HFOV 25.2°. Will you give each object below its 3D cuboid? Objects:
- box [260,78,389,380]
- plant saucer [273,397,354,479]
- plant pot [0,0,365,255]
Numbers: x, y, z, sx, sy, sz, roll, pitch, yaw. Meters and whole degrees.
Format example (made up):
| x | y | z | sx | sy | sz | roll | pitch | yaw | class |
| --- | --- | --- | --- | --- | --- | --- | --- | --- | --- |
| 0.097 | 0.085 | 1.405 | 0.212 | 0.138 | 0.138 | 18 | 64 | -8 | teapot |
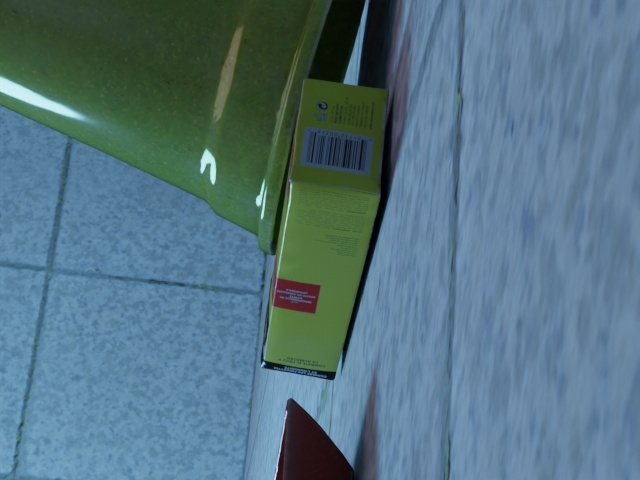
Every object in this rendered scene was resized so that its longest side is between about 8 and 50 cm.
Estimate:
| x | y | z | sx | sy | sz | roll | pitch | yaw | class |
| --- | --- | --- | --- | --- | --- | --- | --- | --- | --- |
| 0.000 | 0.000 | 0.953 | 0.232 | 0.058 | 0.087 | 103 | 175 | -57 | box |
| -0.017 | 0.270 | 0.826 | 0.258 | 0.048 | 0.259 | -87 | 6 | -51 | plant saucer |
| -0.113 | -0.157 | 1.069 | 0.276 | 0.254 | 0.276 | 17 | -90 | -87 | plant pot |
